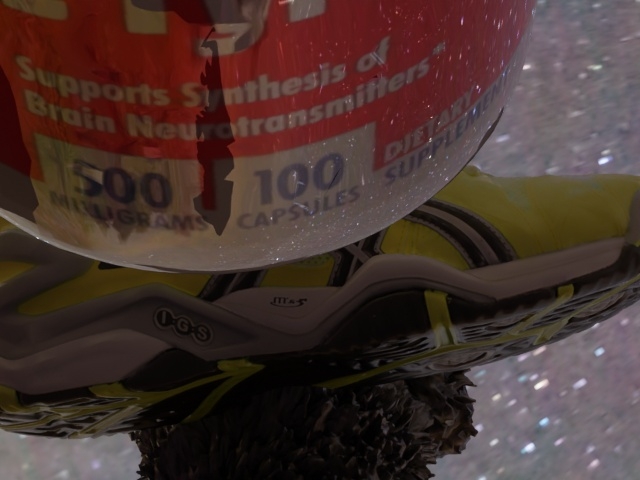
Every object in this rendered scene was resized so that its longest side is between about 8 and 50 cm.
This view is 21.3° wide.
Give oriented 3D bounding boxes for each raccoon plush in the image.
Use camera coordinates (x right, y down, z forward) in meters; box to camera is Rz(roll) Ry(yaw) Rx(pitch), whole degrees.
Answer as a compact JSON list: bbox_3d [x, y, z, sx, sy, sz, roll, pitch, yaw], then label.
[{"bbox_3d":[-0.074,0.073,0.953,0.216,0.299,0.446,-31,-76,14],"label":"raccoon plush"}]

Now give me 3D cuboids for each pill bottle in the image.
[{"bbox_3d":[-0.038,-0.184,0.445,0.229,0.229,0.407,35,-26,20],"label":"pill bottle"}]

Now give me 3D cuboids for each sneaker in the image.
[{"bbox_3d":[0.000,0.000,0.883,0.385,0.145,0.147,-9,-106,0],"label":"sneaker"}]
